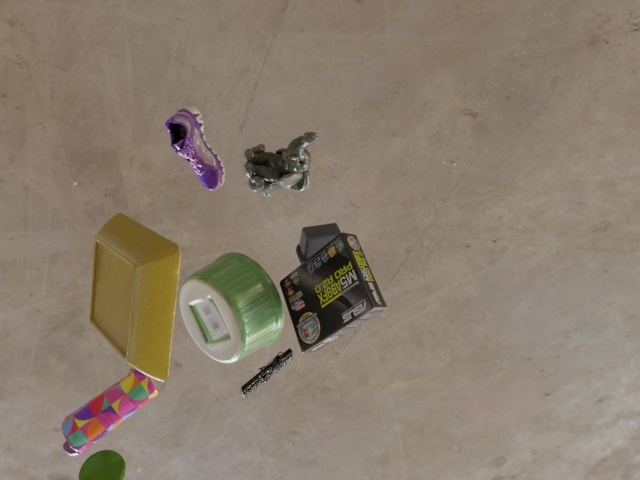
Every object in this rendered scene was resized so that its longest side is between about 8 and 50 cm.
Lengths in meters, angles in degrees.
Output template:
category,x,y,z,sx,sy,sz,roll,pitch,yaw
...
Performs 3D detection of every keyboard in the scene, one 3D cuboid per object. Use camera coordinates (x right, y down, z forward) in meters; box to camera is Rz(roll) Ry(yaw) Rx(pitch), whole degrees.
category,x,y,z,sx,sy,sz,roll,pitch,yaw
keyboard,-0.152,0.400,1.319,0.192,0.038,0.100,-36,146,-27

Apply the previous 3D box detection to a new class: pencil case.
category,x,y,z,sx,sy,sz,roll,pitch,yaw
pencil case,-0.529,0.420,1.130,0.236,0.104,0.105,-38,124,-24

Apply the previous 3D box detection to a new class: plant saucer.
category,x,y,z,sx,sy,sz,roll,pitch,yaw
plant saucer,-0.467,0.129,1.070,0.080,0.332,0.333,-4,109,-47

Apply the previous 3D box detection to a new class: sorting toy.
category,x,y,z,sx,sy,sz,roll,pitch,yaw
sorting toy,-0.643,0.737,1.355,0.365,0.127,0.126,39,140,12

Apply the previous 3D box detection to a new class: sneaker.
category,x,y,z,sx,sy,sz,roll,pitch,yaw
sneaker,-0.344,-0.239,1.195,0.095,0.104,0.237,-17,105,24

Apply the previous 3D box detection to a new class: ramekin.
category,x,y,z,sx,sy,sz,roll,pitch,yaw
ramekin,-0.265,0.199,1.276,0.303,0.148,0.304,16,117,33

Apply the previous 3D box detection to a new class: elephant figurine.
category,x,y,z,sx,sy,sz,roll,pitch,yaw
elephant figurine,-0.096,-0.222,1.336,0.239,0.186,0.170,-10,103,10

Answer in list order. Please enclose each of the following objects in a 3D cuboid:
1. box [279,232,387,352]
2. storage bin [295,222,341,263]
category,x,y,z,sx,sy,sz,roll,pitch,yaw
box,0.022,0.140,1.163,0.060,0.217,0.270,9,142,-46
storage bin,0.000,0.000,1.291,0.135,0.098,0.091,-8,134,-16
